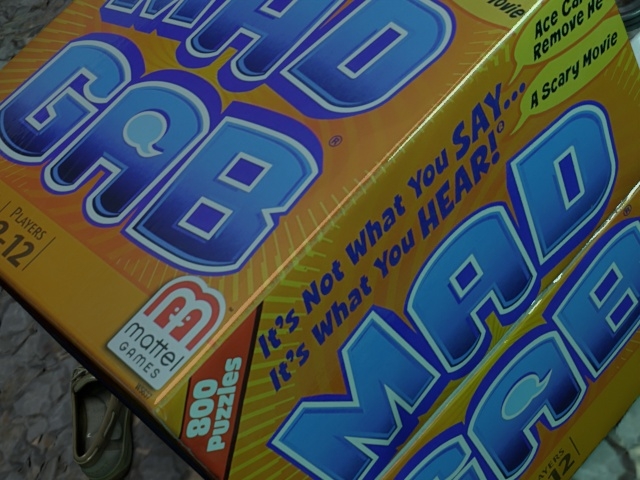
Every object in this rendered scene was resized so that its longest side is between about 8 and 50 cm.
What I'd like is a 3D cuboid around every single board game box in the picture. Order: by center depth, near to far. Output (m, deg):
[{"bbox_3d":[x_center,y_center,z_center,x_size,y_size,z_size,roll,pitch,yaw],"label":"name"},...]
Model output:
[{"bbox_3d":[0.000,0.000,0.895,0.356,0.356,0.356,-47,45,-12],"label":"board game box"}]

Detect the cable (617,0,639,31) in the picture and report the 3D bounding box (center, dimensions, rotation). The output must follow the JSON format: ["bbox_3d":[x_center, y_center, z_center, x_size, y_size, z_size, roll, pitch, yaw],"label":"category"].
[{"bbox_3d":[0.334,-0.302,1.162,0.139,0.072,0.287,12,71,17],"label":"cable"}]

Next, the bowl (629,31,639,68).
[{"bbox_3d":[0.295,-0.130,1.027,0.170,0.080,0.170,-16,46,18],"label":"bowl"}]

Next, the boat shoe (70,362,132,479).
[{"bbox_3d":[-0.198,0.143,1.112,0.056,0.048,0.153,-20,46,15],"label":"boat shoe"}]
